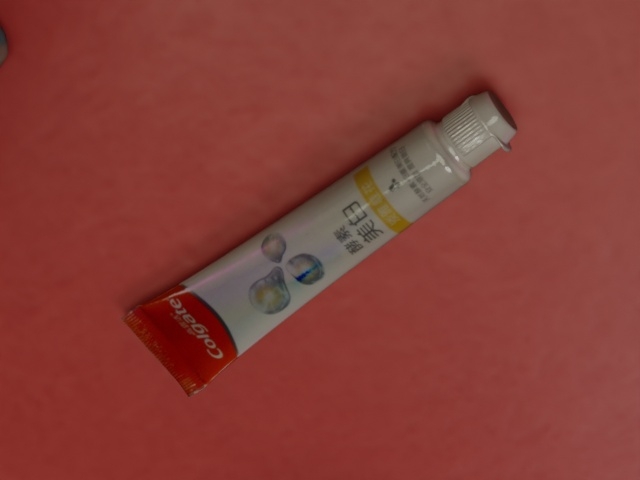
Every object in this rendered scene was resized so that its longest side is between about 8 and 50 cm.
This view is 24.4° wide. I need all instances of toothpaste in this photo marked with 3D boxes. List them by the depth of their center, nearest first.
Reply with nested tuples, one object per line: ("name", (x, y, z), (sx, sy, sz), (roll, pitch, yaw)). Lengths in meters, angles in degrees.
("toothpaste", (0.000, 0.000, 0.627), (0.190, 0.031, 0.048), (-36, 104, 18))

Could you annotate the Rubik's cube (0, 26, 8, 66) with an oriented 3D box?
("Rubik's cube", (-0.334, -0.049, 0.508), (0.290, 0.292, 0.291), (44, 106, -8))
